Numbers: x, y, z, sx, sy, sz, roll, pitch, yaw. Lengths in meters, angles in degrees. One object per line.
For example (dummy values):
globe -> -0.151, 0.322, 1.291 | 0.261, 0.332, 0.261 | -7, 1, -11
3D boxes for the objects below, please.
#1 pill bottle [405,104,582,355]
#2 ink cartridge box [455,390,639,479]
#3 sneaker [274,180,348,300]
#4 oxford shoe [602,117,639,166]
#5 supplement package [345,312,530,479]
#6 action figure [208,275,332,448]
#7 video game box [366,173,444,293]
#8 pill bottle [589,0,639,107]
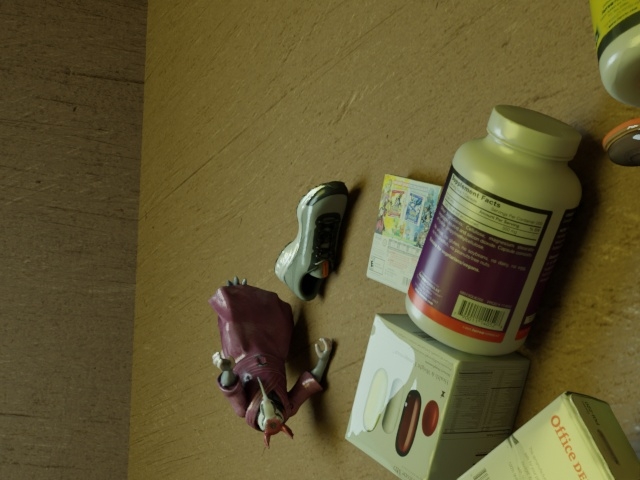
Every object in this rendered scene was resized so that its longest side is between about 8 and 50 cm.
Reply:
pill bottle -> 0.245, -0.015, 1.657 | 0.181, 0.181, 0.323 | -127, 50, -58
ink cartridge box -> 0.269, 0.303, 1.404 | 0.218, 0.092, 0.158 | -47, 47, 28
sneaker -> 0.000, 0.000, 2.319 | 0.108, 0.100, 0.271 | 54, 136, 38
oxford shoe -> 0.424, -0.095, 1.395 | 0.271, 0.097, 0.098 | 179, 92, -66
supplement package -> 0.167, 0.234, 1.751 | 0.194, 0.149, 0.203 | 27, 108, 50
action figure -> -0.132, 0.260, 2.331 | 0.370, 0.248, 0.276 | -102, 30, -43
video game box -> 0.154, -0.009, 2.021 | 0.205, 0.048, 0.187 | -158, 75, -65
pill bottle -> 0.402, -0.337, 1.399 | 0.188, 0.188, 0.334 | 141, 132, -57
